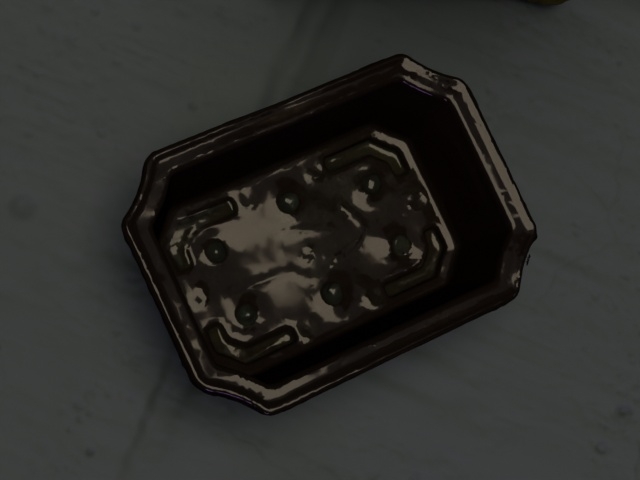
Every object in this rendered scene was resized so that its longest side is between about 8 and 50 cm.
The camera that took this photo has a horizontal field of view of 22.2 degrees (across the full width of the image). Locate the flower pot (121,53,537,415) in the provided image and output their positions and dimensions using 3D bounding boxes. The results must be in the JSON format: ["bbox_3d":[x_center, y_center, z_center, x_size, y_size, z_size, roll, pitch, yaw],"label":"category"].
[{"bbox_3d":[0.000,0.000,1.053,0.251,0.084,0.178,-24,85,-20],"label":"flower pot"}]

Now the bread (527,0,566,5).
[{"bbox_3d":[0.106,-0.295,0.999,0.233,0.362,0.244,2,81,-15],"label":"bread"}]
